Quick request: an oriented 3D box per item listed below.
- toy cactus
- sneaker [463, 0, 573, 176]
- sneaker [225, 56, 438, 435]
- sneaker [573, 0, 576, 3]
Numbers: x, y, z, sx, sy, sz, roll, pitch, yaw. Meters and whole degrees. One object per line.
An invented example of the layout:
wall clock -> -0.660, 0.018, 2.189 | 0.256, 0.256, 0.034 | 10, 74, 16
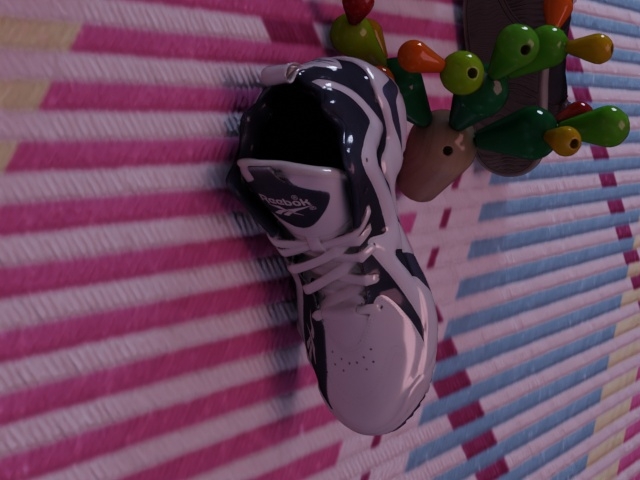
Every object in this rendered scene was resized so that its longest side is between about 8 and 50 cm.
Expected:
toy cactus -> 0.097, -0.098, 1.128 | 0.180, 0.219, 0.112 | 122, -27, -50
sneaker -> 0.169, -0.173, 1.348 | 0.118, 0.083, 0.222 | -44, 142, -63
sneaker -> 0.000, 0.000, 0.967 | 0.153, 0.094, 0.235 | 8, 82, -63
sneaker -> 0.189, -0.314, 1.383 | 0.115, 0.090, 0.232 | 29, 62, -58
